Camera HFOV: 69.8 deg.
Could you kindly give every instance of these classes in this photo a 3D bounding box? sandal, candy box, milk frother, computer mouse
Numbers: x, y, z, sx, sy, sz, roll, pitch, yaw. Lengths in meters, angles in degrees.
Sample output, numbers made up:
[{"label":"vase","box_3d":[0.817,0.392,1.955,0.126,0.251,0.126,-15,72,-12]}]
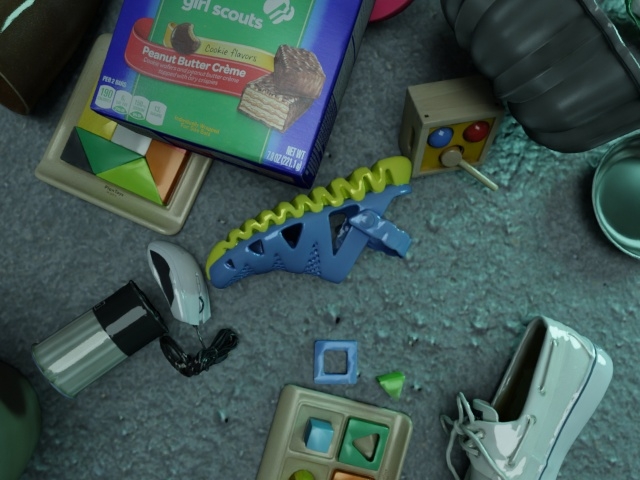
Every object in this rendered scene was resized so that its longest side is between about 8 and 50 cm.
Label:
[{"label":"sandal","box_3d":[0.000,0.000,0.625,0.318,0.126,0.138,-23,92,-3]},{"label":"candy box","box_3d":[-0.090,-0.258,0.572,0.268,0.122,0.317,18,89,3]},{"label":"milk frother","box_3d":[-0.254,0.150,0.589,0.135,0.129,0.143,-36,82,-17]},{"label":"computer mouse","box_3d":[-0.173,0.077,0.620,0.042,0.106,0.193,-29,83,19]}]

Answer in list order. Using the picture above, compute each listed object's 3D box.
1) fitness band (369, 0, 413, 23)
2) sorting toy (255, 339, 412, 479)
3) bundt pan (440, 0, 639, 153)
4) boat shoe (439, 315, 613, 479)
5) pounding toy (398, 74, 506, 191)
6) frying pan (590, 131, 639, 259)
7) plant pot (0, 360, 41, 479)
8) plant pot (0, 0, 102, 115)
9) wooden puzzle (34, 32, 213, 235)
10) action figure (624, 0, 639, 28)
[{"label":"fitness band","box_3d":[0.038,-0.448,0.636,0.291,0.054,0.209,49,123,0]},{"label":"sorting toy","box_3d":[0.017,0.316,0.640,0.196,0.047,0.347,16,86,-3]},{"label":"bundt pan","box_3d":[0.272,-0.244,0.584,0.124,0.331,0.330,-37,89,32]},{"label":"boat shoe","box_3d":[0.236,0.259,0.615,0.156,0.136,0.367,35,82,-1]},{"label":"pounding toy","box_3d":[0.189,-0.138,0.645,0.130,0.141,0.100,-11,59,-4]},{"label":"frying pan","box_3d":[0.554,-0.040,0.696,0.326,0.053,0.197,23,85,-4]},{"label":"plant pot","box_3d":[-0.470,0.242,0.497,0.323,0.280,0.323,0,87,-3]},{"label":"plant pot","box_3d":[-0.388,-0.321,0.589,0.215,0.215,0.230,36,71,-1]},{"label":"wooden puzzle","box_3d":[-0.259,-0.155,0.653,0.221,0.044,0.238,24,85,-2]},{"label":"action figure","box_3d":[0.537,-0.331,0.695,0.232,0.063,0.137,33,73,-11]}]
